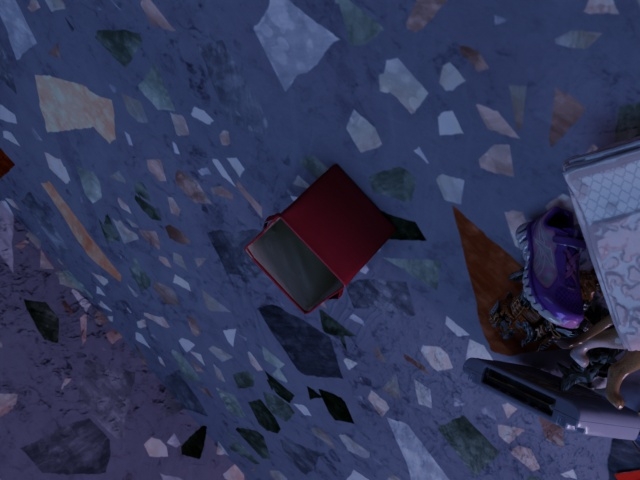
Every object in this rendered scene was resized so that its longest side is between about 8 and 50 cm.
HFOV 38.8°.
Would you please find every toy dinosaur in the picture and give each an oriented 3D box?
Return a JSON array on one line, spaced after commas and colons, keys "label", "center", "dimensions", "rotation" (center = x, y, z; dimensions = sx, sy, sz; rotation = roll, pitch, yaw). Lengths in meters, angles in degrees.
[{"label": "toy dinosaur", "center": [0.432, 0.132, 1.586], "dimensions": [0.218, 0.164, 0.322], "rotation": [62, 161, 2]}]

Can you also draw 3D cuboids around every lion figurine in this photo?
[{"label": "lion figurine", "center": [0.587, 0.201, 1.422], "dimensions": [0.392, 0.142, 0.240], "rotation": [38, 104, -2]}]

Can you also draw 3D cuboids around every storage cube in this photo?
[{"label": "storage cube", "center": [0.000, 0.000, 1.835], "dimensions": [0.215, 0.193, 0.184], "rotation": [46, 145, -3]}]

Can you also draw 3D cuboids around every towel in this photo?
[{"label": "towel", "center": [0.542, -0.014, 1.281], "dimensions": [0.332, 0.053, 0.316], "rotation": [-18, 101, 33]}]

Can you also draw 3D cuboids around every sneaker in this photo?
[{"label": "sneaker", "center": [0.531, 0.252, 1.696], "dimensions": [0.044, 0.040, 0.109], "rotation": [36, 151, -16]}, {"label": "sneaker", "center": [0.390, 0.034, 1.483], "dimensions": [0.095, 0.236, 0.104], "rotation": [21, 132, -22]}]

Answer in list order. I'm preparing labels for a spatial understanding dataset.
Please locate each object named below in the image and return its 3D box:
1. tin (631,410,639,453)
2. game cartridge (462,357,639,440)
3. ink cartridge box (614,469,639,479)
[{"label": "tin", "center": [0.654, 0.364, 1.650], "dimensions": [0.190, 0.040, 0.106], "rotation": [14, 122, 44]}, {"label": "game cartridge", "center": [0.429, 0.288, 1.679], "dimensions": [0.297, 0.198, 0.062], "rotation": [21, 100, 56]}, {"label": "ink cartridge box", "center": [0.773, 0.554, 1.705], "dimensions": [0.308, 0.091, 0.385], "rotation": [51, 143, -7]}]
